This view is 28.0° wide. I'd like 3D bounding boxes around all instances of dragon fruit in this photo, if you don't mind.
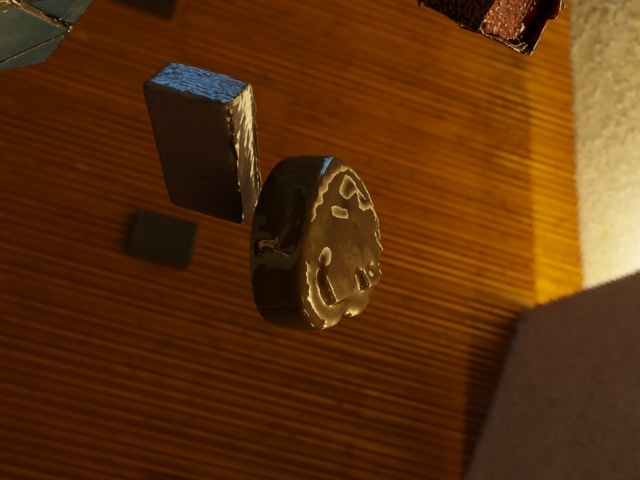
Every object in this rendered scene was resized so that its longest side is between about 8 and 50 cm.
[{"bbox_3d":[0.211,-0.308,1.498,0.127,0.120,0.161,43,-69,32],"label":"dragon fruit"}]

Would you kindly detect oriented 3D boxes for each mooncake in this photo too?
[{"bbox_3d":[0.000,0.000,1.694,0.235,0.117,0.235,-13,105,-61],"label":"mooncake"}]

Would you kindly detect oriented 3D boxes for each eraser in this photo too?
[{"bbox_3d":[-0.141,-0.119,1.635,0.352,0.111,0.077,89,19,-65],"label":"eraser"}]

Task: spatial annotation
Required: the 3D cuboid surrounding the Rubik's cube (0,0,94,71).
[{"bbox_3d":[-0.371,-0.293,1.315,0.205,0.205,0.207,-31,-103,55],"label":"Rubik's cube"}]
